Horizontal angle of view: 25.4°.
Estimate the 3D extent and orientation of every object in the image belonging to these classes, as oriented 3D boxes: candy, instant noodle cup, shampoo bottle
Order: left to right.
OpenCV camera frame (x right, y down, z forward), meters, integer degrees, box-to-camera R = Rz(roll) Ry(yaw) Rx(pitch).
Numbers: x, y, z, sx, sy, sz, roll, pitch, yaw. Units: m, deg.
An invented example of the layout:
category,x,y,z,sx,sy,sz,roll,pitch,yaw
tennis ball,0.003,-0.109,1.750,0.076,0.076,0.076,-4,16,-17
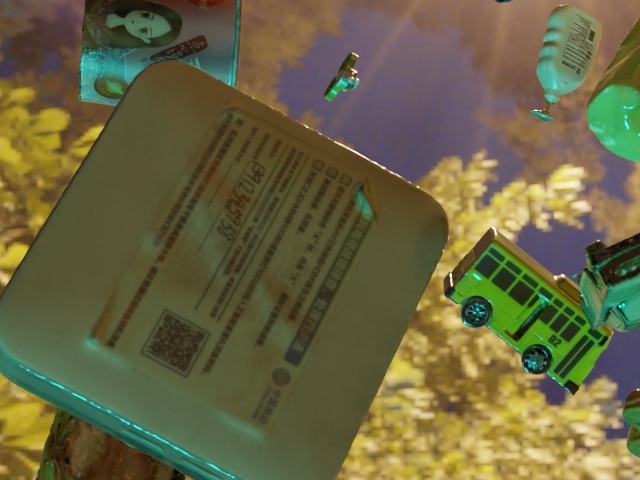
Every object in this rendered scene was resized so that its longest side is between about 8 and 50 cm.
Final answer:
category,x,y,z,sx,sy,sz,roll,pitch,yaw
instant noodle cup,-0.238,-0.294,2.116,0.243,0.231,0.243,-177,90,-82
shampoo bottle,0.312,-0.221,1.826,0.077,0.045,0.152,24,-106,-22
candy,0.521,-0.263,2.174,0.343,0.142,0.132,-55,-5,-39

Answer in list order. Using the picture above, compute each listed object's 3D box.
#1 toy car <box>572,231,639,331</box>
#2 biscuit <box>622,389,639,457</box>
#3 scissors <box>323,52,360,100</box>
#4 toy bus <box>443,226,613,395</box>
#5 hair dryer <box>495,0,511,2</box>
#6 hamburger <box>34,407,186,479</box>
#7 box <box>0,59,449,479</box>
category,x,y,z,sx,sy,sz,roll,pitch,yaw
toy car,0.374,0.043,1.628,0.321,0.141,0.097,53,-166,-76
biscuit,0.535,0.247,1.835,0.355,0.275,0.052,123,164,-65
scissors,0.047,-0.299,2.635,0.101,0.027,0.204,-60,10,6
toy bus,0.331,0.109,2.233,0.262,0.150,0.128,38,-169,-4
hair dryer,0.305,-0.442,1.985,0.167,0.067,0.199,-42,-25,-41
hamburger,-0.257,0.252,1.805,0.167,0.192,0.288,23,-122,-14
box,-0.098,0.047,1.521,0.396,0.396,0.111,-62,1,-23
